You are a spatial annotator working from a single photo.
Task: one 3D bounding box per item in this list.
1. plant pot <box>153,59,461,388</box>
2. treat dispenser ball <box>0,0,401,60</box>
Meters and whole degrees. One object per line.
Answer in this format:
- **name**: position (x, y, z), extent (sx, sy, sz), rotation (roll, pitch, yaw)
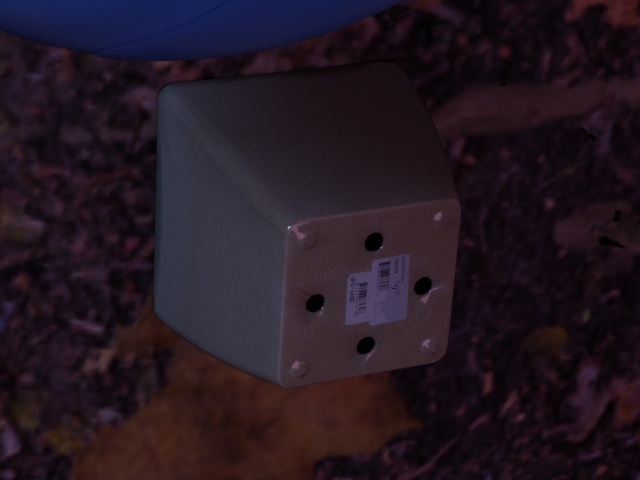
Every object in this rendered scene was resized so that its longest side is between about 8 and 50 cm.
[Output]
- **plant pot**: position (0.000, 0.000, 0.771), extent (0.109, 0.096, 0.109), rotation (-8, 119, -21)
- **treat dispenser ball**: position (-0.045, -0.193, 0.525), extent (0.288, 0.288, 0.288), rotation (-12, 121, -20)
